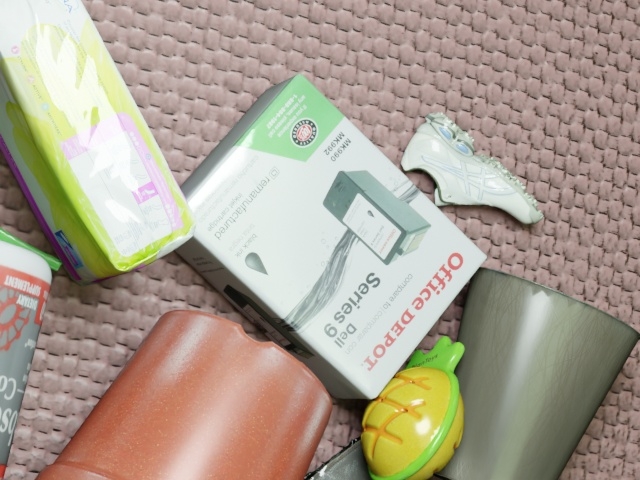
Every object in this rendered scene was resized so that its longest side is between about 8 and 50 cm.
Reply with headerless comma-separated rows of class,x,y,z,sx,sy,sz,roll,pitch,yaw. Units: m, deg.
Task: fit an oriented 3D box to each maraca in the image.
maraca,0.100,0.178,1.779,0.099,0.127,0.185,42,42,-24

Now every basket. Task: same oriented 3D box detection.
basket,0.218,0.172,1.844,0.204,0.154,0.226,23,82,-10

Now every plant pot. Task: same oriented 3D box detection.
plant pot,-0.133,0.229,1.660,0.272,0.272,0.265,35,65,-13

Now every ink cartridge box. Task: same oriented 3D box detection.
ink cartridge box,0.000,0.000,1.791,0.289,0.121,0.211,43,74,-12

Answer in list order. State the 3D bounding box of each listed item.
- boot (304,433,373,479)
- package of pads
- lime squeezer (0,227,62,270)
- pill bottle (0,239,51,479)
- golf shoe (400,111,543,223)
boot,0.026,0.353,1.801,0.263,0.091,0.229,-42,94,-22
package of pads,-0.247,-0.104,1.657,0.101,0.229,0.296,-29,95,-19
lime squeezer,-0.377,-0.086,1.697,0.110,0.059,0.310,-28,95,-16
pill bottle,-0.392,0.171,1.593,0.210,0.210,0.362,15,81,-18
golf shoe,0.167,-0.063,1.898,0.176,0.069,0.086,39,94,-9
